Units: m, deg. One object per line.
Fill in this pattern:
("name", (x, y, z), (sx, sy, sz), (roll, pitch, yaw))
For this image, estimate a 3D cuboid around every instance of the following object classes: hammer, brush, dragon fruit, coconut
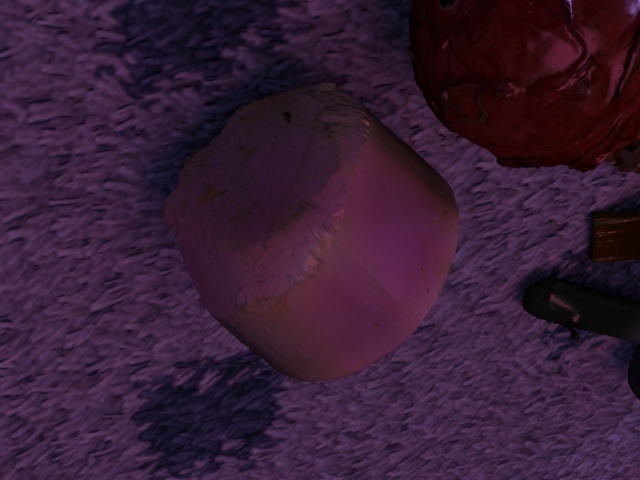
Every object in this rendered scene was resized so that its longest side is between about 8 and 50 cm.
("hammer", (0.374, 0.097, 1.639), (0.336, 0.119, 0.206), (14, 116, -32))
("brush", (0.471, -0.009, 1.562), (0.337, 0.020, 0.085), (-3, 133, 2))
("dragon fruit", (0.194, -0.176, 1.202), (0.252, 0.241, 0.241), (-1, 127, -20))
("coconut", (0.000, 0.000, 1.243), (0.233, 0.233, 0.245), (-41, 136, 5))

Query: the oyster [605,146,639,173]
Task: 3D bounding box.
("oyster", (0.341, -0.117, 1.465), (0.177, 0.056, 0.105), (23, 124, -41))
